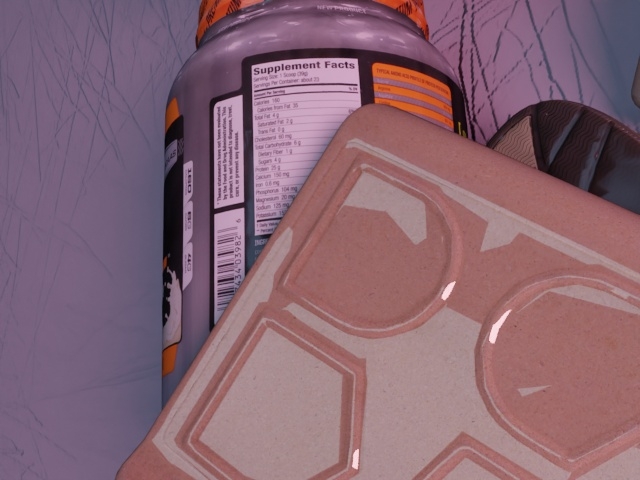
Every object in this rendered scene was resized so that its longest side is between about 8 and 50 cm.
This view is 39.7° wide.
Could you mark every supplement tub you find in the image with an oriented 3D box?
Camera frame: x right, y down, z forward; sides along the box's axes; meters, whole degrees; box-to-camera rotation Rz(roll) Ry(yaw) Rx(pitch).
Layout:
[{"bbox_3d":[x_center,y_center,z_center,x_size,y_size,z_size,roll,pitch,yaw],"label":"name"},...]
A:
[{"bbox_3d":[0.000,0.000,0.548,0.194,0.194,0.316,-17,67,41],"label":"supplement tub"}]

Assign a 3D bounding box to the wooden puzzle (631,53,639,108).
[{"bbox_3d":[0.249,-0.178,0.314,0.348,0.081,0.322,-142,55,-60],"label":"wooden puzzle"}]

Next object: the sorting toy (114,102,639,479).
[{"bbox_3d":[0.082,0.089,0.359,0.307,0.041,0.229,30,81,30],"label":"sorting toy"}]

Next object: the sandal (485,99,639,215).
[{"bbox_3d":[0.184,0.053,0.439,0.120,0.086,0.303,-49,65,17],"label":"sandal"}]
